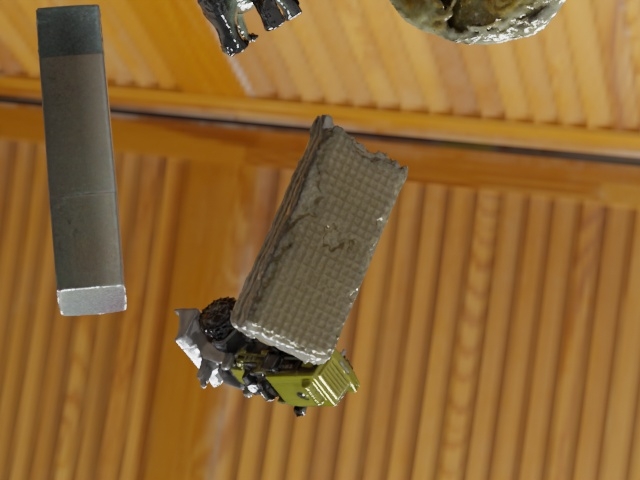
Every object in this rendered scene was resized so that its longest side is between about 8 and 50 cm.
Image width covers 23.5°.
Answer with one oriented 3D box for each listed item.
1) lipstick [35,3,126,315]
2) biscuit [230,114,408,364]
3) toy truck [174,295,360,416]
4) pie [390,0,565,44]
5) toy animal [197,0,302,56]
[{"bbox_3d":[-0.237,-0.083,1.516,0.066,0.068,0.317,102,-19,-63],"label":"lipstick"},{"bbox_3d":[0.000,0.000,1.565,0.062,0.108,0.239,1,-114,65],"label":"biscuit"},{"bbox_3d":[-0.080,0.152,1.970,0.136,0.286,0.111,56,52,-35],"label":"toy truck"},{"bbox_3d":[0.186,-0.402,1.931,0.077,0.339,0.339,-29,124,-52],"label":"pie"},{"bbox_3d":[-0.092,-0.287,1.773,0.121,0.094,0.225,59,13,-8],"label":"toy animal"}]
